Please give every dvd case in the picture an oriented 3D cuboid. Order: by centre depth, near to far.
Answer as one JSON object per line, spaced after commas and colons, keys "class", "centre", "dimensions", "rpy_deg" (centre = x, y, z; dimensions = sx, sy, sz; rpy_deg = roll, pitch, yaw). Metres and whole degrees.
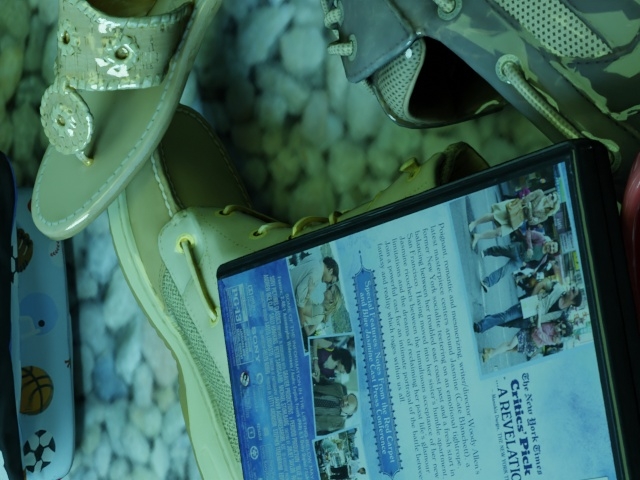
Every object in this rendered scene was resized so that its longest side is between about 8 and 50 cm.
{"class": "dvd case", "centre": [0.042, 0.073, 0.784], "dimensions": [0.253, 0.022, 0.180], "rpy_deg": [-19, 76, 52]}

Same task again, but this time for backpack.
{"class": "backpack", "centre": [-0.286, 0.065, 1.129], "dimensions": [0.263, 0.213, 0.276], "rpy_deg": [-8, 78, 35]}

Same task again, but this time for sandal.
{"class": "sandal", "centre": [-0.102, -0.120, 0.972], "dimensions": [0.240, 0.079, 0.088], "rpy_deg": [-53, 40, -2]}

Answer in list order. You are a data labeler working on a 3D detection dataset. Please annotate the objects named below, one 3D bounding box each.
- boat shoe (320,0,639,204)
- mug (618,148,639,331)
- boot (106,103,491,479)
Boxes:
{"class": "boat shoe", "centre": [0.054, -0.118, 0.834], "dimensions": [0.355, 0.132, 0.130], "rpy_deg": [35, 94, 39]}
{"class": "mug", "centre": [0.186, 0.019, 0.725], "dimensions": [0.150, 0.113, 0.169], "rpy_deg": [51, 138, 15]}
{"class": "boot", "centre": [0.000, 0.000, 0.933], "dimensions": [0.203, 0.095, 0.262], "rpy_deg": [-39, 57, 32]}
